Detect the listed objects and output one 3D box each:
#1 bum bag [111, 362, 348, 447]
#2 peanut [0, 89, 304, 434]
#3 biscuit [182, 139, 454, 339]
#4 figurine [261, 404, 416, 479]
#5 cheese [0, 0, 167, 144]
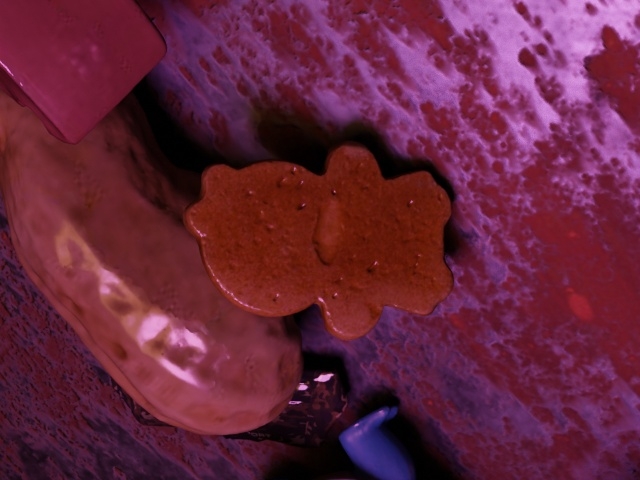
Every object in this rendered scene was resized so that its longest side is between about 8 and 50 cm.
[{"bbox_3d":[-0.092,0.154,1.157,0.248,0.069,0.102,7,106,18],"label":"bum bag"},{"bbox_3d":[-0.154,0.000,1.019,0.387,0.192,0.169,52,160,-5],"label":"peanut"},{"bbox_3d":[0.000,0.000,0.959,0.225,0.036,0.166,-1,88,-13],"label":"biscuit"},{"bbox_3d":[0.059,0.309,1.118,0.416,0.243,0.298,33,121,-24],"label":"figurine"},{"bbox_3d":[-0.224,-0.168,0.919,0.177,0.128,0.203,43,170,-1],"label":"cheese"}]
